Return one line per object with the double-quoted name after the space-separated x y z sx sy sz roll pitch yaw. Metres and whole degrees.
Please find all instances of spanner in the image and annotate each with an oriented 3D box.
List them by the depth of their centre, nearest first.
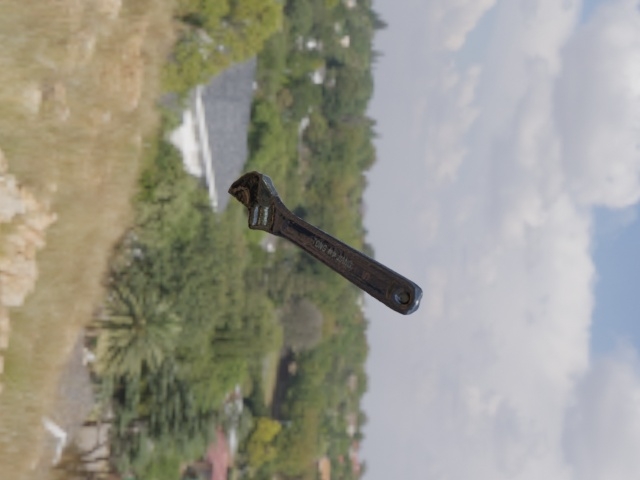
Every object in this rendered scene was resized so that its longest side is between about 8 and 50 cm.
0.000 0.000 0.865 0.012 0.208 0.046 15 105 -59 "spanner"
